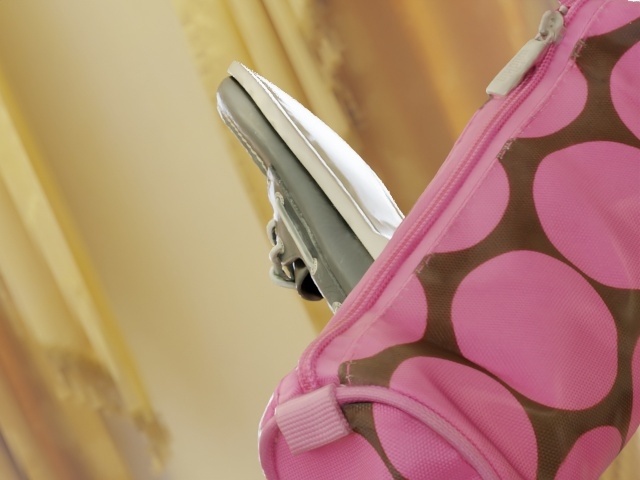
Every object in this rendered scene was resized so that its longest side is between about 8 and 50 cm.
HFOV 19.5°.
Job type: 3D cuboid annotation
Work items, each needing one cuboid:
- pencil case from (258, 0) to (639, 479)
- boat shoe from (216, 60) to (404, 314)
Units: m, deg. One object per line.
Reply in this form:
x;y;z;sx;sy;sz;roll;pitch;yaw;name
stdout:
0.061;0.012;0.563;0.095;0.098;0.209;-9;34;42;pencil case
0.000;0.000;1.234;0.099;0.319;0.116;-46;-37;12;boat shoe
